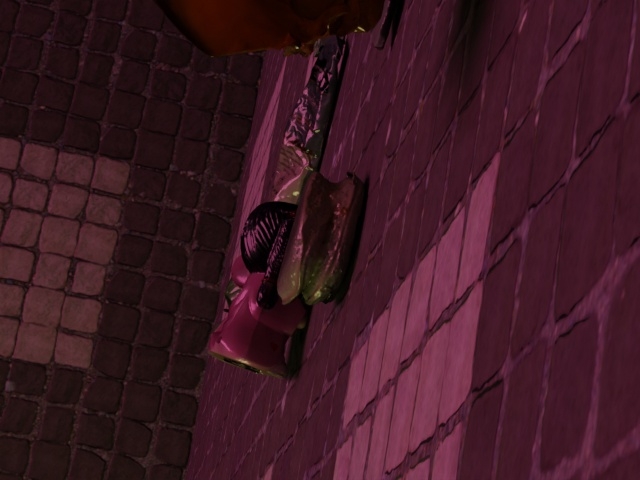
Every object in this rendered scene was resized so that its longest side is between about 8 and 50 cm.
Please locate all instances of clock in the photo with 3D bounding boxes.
[{"bbox_3d":[-0.062,0.054,1.993,0.194,0.100,0.195,157,132,-83],"label":"clock"}]

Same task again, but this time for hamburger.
[{"bbox_3d":[0.000,0.000,1.684,0.140,0.062,0.133,108,176,-59],"label":"hamburger"}]

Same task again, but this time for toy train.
[{"bbox_3d":[0.011,-0.257,2.220,0.083,0.033,0.053,119,158,-71],"label":"toy train"}]

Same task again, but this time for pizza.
[{"bbox_3d":[-0.020,-0.334,2.597,0.175,0.046,0.134,-85,9,-48],"label":"pizza"}]

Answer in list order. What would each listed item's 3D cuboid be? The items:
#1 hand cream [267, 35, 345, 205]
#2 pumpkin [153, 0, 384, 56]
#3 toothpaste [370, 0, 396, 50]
[{"bbox_3d":[-0.010,-0.135,2.171,0.075,0.052,0.248,49,124,54],"label":"hand cream"},{"bbox_3d":[0.002,-0.272,1.231,0.225,0.303,0.256,-70,-35,-85],"label":"pumpkin"},{"bbox_3d":[0.061,-0.274,1.765,0.233,0.038,0.060,-92,12,-56],"label":"toothpaste"}]
